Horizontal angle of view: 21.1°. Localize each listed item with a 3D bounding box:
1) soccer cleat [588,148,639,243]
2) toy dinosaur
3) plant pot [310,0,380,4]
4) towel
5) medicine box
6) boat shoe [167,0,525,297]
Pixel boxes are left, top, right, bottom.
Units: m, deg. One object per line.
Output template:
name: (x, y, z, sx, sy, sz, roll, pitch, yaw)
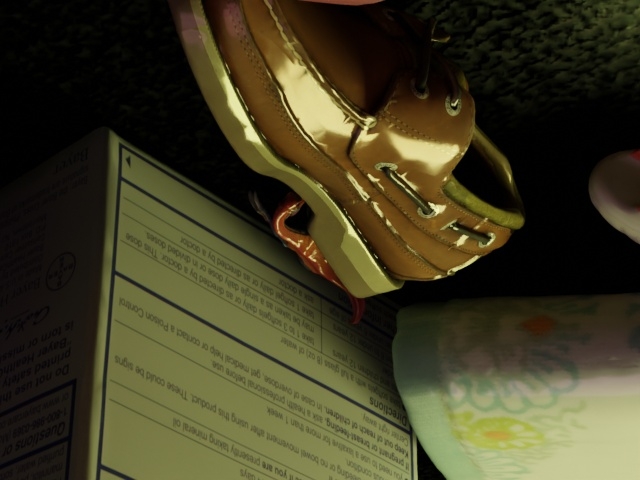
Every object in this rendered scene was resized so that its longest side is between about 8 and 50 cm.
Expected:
soccer cleat: (0.227, -0.001, 0.961, 0.196, 0.068, 0.076, 12, 148, -22)
toy dinosaur: (0.000, 0.000, 0.964, 0.047, 0.090, 0.082, -33, 168, 18)
plant pot: (0.055, -0.178, 0.596, 0.180, 0.201, 0.201, 0, 150, -30)
towel: (0.240, 0.117, 1.073, 0.321, 0.090, 0.374, -6, 156, 16)
medicine box: (-0.081, 0.132, 0.957, 0.149, 0.289, 0.263, -26, 138, 34)
boat shoe: (0.020, -0.075, 0.825, 0.104, 0.110, 0.307, -14, 154, 14)
